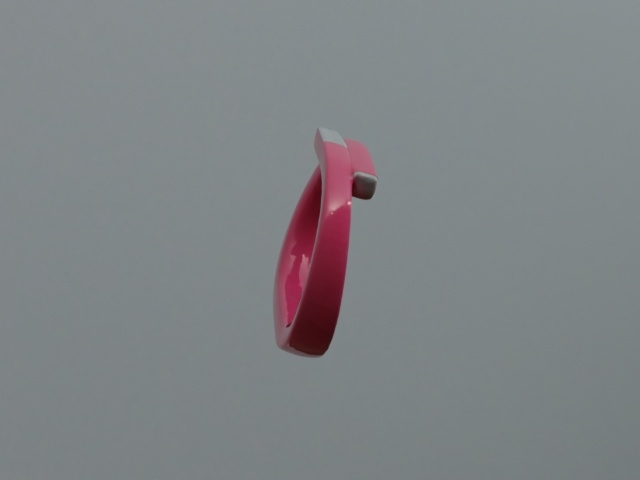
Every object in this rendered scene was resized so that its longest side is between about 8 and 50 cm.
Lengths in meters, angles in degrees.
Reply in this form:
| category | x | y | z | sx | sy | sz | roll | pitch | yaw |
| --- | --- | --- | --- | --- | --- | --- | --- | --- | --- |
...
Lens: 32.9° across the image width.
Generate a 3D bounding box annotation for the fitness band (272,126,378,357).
| category | x | y | z | sx | sy | sz | roll | pitch | yaw |
| --- | --- | --- | --- | --- | --- | --- | --- | --- | --- |
| fitness band | 0.000 | 0.000 | 1.131 | 0.054 | 0.291 | 0.209 | 14 | -71 | -8 |
